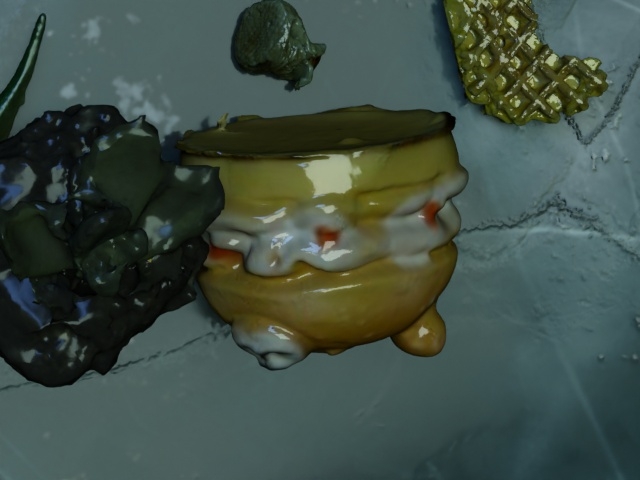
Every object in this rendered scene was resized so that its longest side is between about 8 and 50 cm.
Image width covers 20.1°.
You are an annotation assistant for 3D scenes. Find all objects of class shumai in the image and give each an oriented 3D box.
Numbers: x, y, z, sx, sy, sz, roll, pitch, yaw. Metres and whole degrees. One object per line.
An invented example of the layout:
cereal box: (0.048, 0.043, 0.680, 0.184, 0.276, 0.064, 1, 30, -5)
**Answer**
shumai: (-0.032, -0.193, 1.767, 0.080, 0.082, 0.083, 5, 127, -44)

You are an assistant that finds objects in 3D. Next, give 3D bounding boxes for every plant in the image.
plant: (-0.208, 0.002, 1.539, 0.215, 0.312, 0.213, -38, 107, -22)

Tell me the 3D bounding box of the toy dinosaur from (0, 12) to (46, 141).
toy dinosaur: (-0.413, -0.018, 1.692, 0.301, 0.087, 0.447, 12, 88, -10)

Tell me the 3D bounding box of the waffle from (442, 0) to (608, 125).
waffle: (0.201, -0.208, 1.806, 0.149, 0.051, 0.194, -13, 90, -9)

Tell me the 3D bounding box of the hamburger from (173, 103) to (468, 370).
hamburger: (0.000, 0.000, 1.686, 0.276, 0.276, 0.236, -7, 104, -10)
